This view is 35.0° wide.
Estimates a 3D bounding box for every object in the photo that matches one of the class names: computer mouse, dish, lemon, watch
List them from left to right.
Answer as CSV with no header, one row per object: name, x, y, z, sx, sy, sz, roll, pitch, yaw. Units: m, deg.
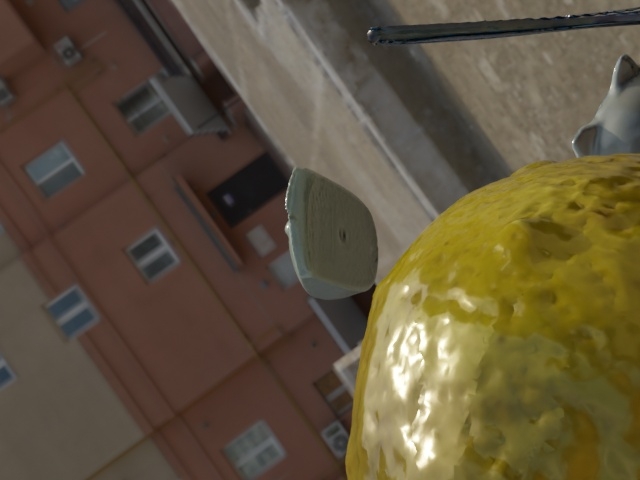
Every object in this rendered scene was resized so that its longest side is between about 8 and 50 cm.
computer mouse,0.000,0.000,1.145,0.231,0.079,0.128,33,-128,-64
watch,0.214,-0.246,0.867,0.274,0.276,0.068,20,-161,-8
lemon,0.182,0.114,0.664,0.349,0.387,0.350,24,128,35
dish,0.438,-0.128,1.252,0.086,0.236,0.228,40,154,62
